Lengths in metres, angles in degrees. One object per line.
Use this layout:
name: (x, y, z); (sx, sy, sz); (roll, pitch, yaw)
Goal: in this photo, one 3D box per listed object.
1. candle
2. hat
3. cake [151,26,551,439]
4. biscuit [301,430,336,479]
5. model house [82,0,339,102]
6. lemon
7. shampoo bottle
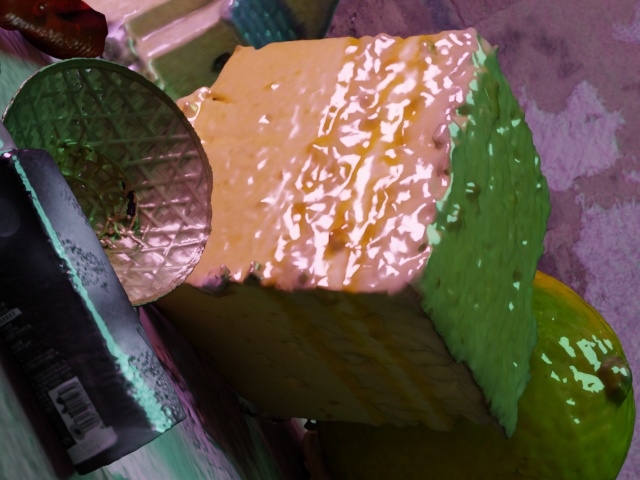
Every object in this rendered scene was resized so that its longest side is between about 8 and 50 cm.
candle: (-0.193, -0.155, 0.891); (0.084, 0.059, 0.302); (53, 6, -4)
hat: (-0.138, -0.027, 0.796); (0.146, 0.067, 0.146); (14, 69, -39)
cake: (0.000, 0.000, 1.003); (0.227, 0.286, 0.222); (57, 42, -47)
biscuit: (0.041, 0.259, 1.219); (0.220, 0.033, 0.220); (60, 6, -11)
model house: (-0.086, -0.258, 1.360); (0.261, 0.266, 0.321); (50, 13, -52)
lemon: (0.126, 0.137, 1.151); (0.267, 0.267, 0.267); (62, 5, -10)
shampoo bottle: (-0.136, 0.005, 0.636); (0.208, 0.057, 0.063); (61, 13, 1)
